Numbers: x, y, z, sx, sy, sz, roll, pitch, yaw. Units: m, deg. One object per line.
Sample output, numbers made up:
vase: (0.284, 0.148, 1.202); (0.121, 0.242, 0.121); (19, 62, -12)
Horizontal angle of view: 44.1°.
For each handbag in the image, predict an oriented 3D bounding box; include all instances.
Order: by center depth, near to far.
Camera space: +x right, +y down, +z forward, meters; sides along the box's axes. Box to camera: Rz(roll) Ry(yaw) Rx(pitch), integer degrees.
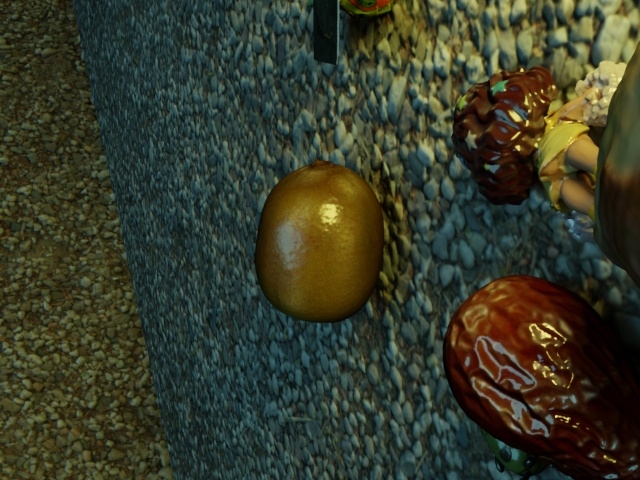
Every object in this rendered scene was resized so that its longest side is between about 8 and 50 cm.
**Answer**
handbag: (0.216, 0.227, 0.911); (0.111, 0.047, 0.072); (50, 139, 46)

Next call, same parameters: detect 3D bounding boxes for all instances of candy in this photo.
candy: (0.030, -0.355, 1.145); (0.083, 0.091, 0.305); (-60, 18, 1)

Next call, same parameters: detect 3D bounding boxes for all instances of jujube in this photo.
jujube: (0.226, 0.141, 0.764); (0.236, 0.168, 0.168); (44, 137, 32)

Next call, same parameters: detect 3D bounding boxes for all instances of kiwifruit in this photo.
kiwifruit: (0.000, 0.000, 1.145); (0.196, 0.196, 0.234); (26, 116, 61)

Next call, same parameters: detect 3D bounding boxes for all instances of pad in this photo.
pad: (0.005, -0.419, 1.031); (0.247, 0.007, 0.368); (-117, 27, -73)

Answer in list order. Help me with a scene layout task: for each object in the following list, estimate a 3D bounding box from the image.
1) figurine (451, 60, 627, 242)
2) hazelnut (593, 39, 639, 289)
figurine: (0.214, -0.086, 0.751); (0.240, 0.115, 0.175); (42, 134, 54)
hazelnut: (0.277, -0.064, 0.485); (0.261, 0.241, 0.261); (-160, 90, -74)
